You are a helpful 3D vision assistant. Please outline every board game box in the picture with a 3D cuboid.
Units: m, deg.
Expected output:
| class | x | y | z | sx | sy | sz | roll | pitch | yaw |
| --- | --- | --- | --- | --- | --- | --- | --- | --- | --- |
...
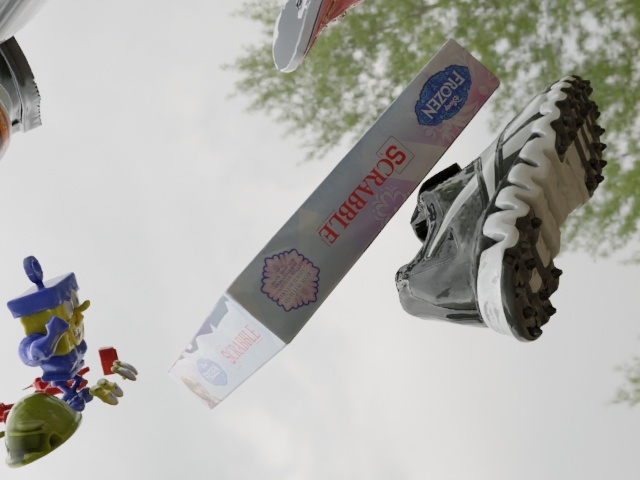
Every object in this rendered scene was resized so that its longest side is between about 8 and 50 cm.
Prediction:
| class | x | y | z | sx | sy | sz | roll | pitch | yaw |
| --- | --- | --- | --- | --- | --- | --- | --- | --- | --- |
| board game box | 0.000 | 0.000 | 0.829 | 0.066 | 0.319 | 0.318 | 41 | -115 | 0 |

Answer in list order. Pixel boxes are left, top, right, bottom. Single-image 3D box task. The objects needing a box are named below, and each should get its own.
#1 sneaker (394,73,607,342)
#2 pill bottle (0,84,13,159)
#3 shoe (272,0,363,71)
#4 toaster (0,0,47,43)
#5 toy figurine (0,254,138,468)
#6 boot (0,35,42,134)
| class | x | y | z | sx | sy | sz | roll | pitch | yaw |
| --- | --- | --- | --- | --- | --- | --- | --- | --- | --- |
| sneaker | 0.112 | -0.031 | 0.552 | 0.078 | 0.106 | 0.234 | 61 | -138 | -30 |
| pill bottle | -0.306 | -0.081 | 0.711 | 0.152 | 0.086 | 0.086 | -92 | -21 | -57 |
| shoe | 0.004 | -0.275 | 1.033 | 0.081 | 0.178 | 0.063 | -7 | -128 | -30 |
| toaster | -0.346 | -0.300 | 0.932 | 0.129 | 0.146 | 0.227 | 39 | -138 | -16 |
| toy figurine | -0.382 | 0.133 | 1.130 | 0.362 | 0.191 | 0.217 | -74 | -27 | -81 |
| boot | -0.656 | -0.171 | 1.304 | 0.445 | 0.367 | 0.146 | -27 | -101 | -18 |
